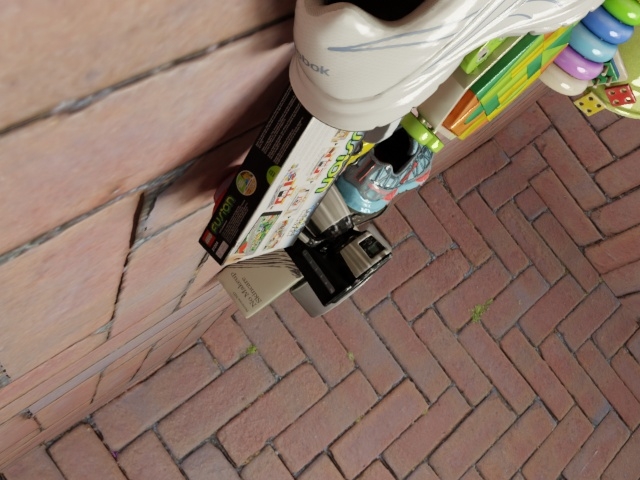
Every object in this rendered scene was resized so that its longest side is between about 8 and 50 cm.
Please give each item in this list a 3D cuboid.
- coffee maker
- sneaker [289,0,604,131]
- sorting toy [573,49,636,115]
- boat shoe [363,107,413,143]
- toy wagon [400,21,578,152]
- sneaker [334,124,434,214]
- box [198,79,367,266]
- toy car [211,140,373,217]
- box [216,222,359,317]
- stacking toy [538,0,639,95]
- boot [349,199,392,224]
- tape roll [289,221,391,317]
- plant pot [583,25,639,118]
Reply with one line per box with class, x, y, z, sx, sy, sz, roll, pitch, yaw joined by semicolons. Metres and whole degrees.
coffee maker;0.000;0.000;0.917;0.120;0.178;0.171;-33;175;-26
sneaker;0.109;-0.179;0.378;0.297;0.111;0.129;-37;170;-2
sorting toy;0.490;-0.326;1.152;0.132;0.274;0.046;3;-125;47
boat shoe;0.089;-0.162;0.614;0.083;0.065;0.183;-32;173;-21
toy wagon;0.217;-0.225;0.775;0.267;0.068;0.344;-43;170;16
sneaker;0.133;-0.138;0.982;0.262;0.104;0.125;-43;171;-44
box;-0.018;-0.071;0.542;0.114;0.036;0.207;-17;147;-57
toy car;-0.064;-0.049;0.731;0.239;0.053;0.225;-32;175;-36
box;-0.065;0.028;1.179;0.275;0.113;0.094;-40;175;27
stacking toy;0.474;-0.388;0.954;0.141;0.141;0.330;-32;167;-46
boot;0.019;-0.031;1.327;0.229;0.091;0.263;-33;177;-40
tape roll;0.040;0.059;1.249;0.219;0.072;0.219;-40;-174;5
plant pot;0.660;-0.428;1.211;0.276;0.276;0.254;-34;164;-31
